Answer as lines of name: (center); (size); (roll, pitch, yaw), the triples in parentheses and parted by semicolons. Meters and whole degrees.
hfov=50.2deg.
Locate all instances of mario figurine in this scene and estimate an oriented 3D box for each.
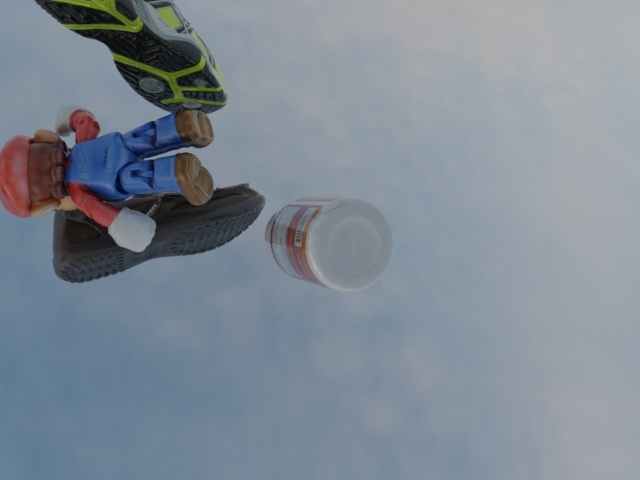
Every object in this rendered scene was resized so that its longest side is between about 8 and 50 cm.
mario figurine: (-0.302, -0.096, 0.968); (0.321, 0.170, 0.198); (-5, -144, 13)

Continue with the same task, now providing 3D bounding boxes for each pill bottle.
pill bottle: (0.000, 0.000, 0.940); (0.121, 0.216, 0.121); (-2, -86, -23)

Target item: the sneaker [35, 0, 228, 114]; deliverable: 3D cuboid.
sneaker: (-0.253, -0.327, 1.009); (0.384, 0.145, 0.147); (46, -140, -53)

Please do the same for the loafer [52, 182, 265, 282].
loafer: (-0.258, -0.046, 1.109); (0.366, 0.134, 0.130); (-15, -109, -33)
